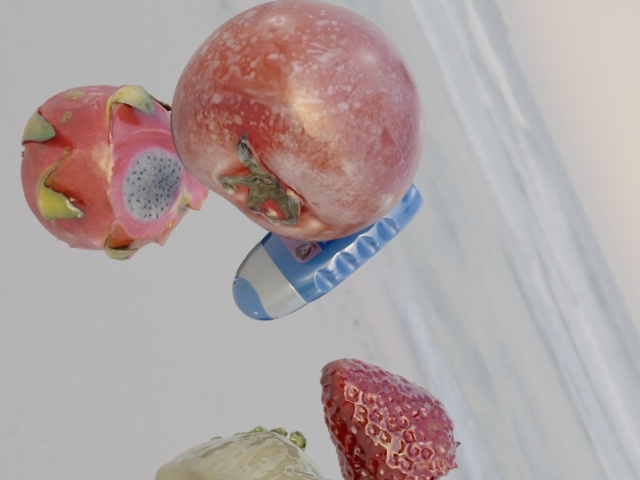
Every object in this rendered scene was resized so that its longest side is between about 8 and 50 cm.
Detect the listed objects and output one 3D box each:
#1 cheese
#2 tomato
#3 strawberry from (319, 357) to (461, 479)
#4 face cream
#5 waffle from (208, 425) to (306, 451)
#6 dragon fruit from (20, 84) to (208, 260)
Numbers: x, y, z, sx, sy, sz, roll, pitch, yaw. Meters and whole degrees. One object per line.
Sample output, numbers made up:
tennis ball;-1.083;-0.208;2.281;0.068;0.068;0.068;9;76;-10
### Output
cheese;-0.059;0.351;1.251;0.115;0.326;0.318;-16;74;-34
tomato;-0.016;-0.132;1.274;0.227;0.270;0.270;-62;141;-23
strawberry;0.082;0.280;1.834;0.244;0.205;0.205;49;18;-21
face cream;0.000;0.000;1.492;0.083;0.264;0.149;49;2;-36
waffle;-0.078;0.378;1.726;0.204;0.054;0.223;3;66;-50
dragon fruit;-0.310;-0.105;1.868;0.189;0.290;0.290;9;-44;53
